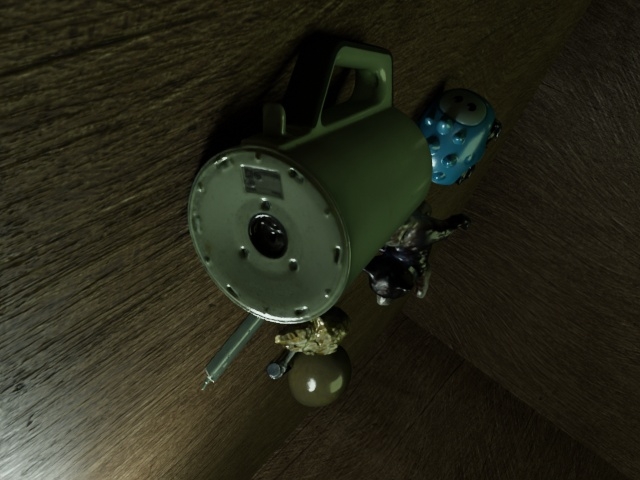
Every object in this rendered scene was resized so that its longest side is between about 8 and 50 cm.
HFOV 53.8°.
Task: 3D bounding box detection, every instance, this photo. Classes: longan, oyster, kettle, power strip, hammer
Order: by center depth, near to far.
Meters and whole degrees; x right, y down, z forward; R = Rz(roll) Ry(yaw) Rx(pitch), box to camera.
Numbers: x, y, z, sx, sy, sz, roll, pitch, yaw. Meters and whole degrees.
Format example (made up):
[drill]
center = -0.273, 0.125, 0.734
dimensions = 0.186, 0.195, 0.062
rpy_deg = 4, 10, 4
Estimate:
[kettle]
center = 0.009, -0.120, 0.949
dimensions = 0.376, 0.250, 0.361
rpy_deg = -38, 130, -53
[power strip]
center = -0.191, 0.235, 1.440
dimensions = 0.253, 0.027, 0.060
rpy_deg = -50, 166, -14
[oyster]
center = -0.006, 0.242, 1.826
dimensions = 0.341, 0.166, 0.110
rpy_deg = 11, 125, -50
[hammer]
center = -0.022, 0.262, 2.001
dimensions = 0.427, 0.044, 0.152
rpy_deg = -53, 166, -6
[longan]
center = -0.009, 0.447, 2.123
dimensions = 0.248, 0.248, 0.248
rpy_deg = -49, 165, -18

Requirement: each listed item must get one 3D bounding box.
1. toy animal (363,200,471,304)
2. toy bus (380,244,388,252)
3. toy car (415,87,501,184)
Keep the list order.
[toy animal]
center = 0.229, 0.043, 1.795
dimensions = 0.302, 0.194, 0.344
rpy_deg = -13, 133, -51
[toy bus]
center = 0.227, -0.037, 1.988
dimensions = 0.178, 0.098, 0.087
rpy_deg = -54, 166, 2
[toy car]
center = 0.326, -0.264, 1.614
dimensions = 0.255, 0.188, 0.190
rpy_deg = -57, 159, 21
